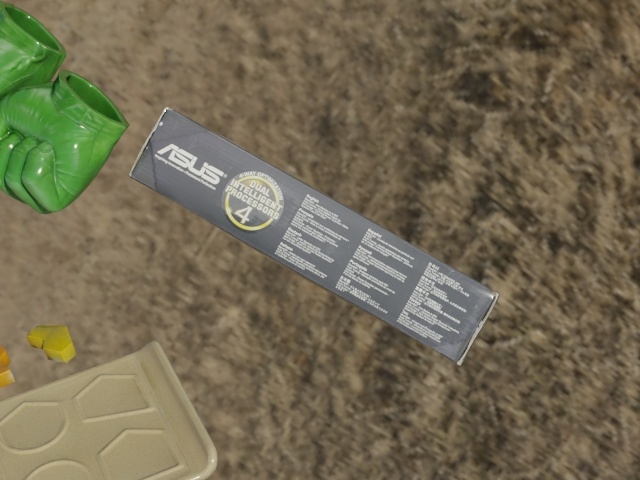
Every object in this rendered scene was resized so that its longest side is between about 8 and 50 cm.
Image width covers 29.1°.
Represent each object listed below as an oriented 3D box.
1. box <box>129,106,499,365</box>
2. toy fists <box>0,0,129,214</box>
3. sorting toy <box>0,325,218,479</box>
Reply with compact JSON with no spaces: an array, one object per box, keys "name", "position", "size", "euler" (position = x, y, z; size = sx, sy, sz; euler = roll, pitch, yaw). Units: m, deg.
[{"name":"box","position":[0.000,0.000,1.390],"size":[0.097,0.395,0.318],"euler":[-61,-5,2]},{"name":"toy fists","position":[-0.321,-0.138,1.311],"size":[0.142,0.096,0.279],"euler":[-54,54,13]},{"name":"sorting toy","position":[-0.259,0.189,1.299],"size":[0.229,0.041,0.307],"euler":[-23,39,-13]}]
